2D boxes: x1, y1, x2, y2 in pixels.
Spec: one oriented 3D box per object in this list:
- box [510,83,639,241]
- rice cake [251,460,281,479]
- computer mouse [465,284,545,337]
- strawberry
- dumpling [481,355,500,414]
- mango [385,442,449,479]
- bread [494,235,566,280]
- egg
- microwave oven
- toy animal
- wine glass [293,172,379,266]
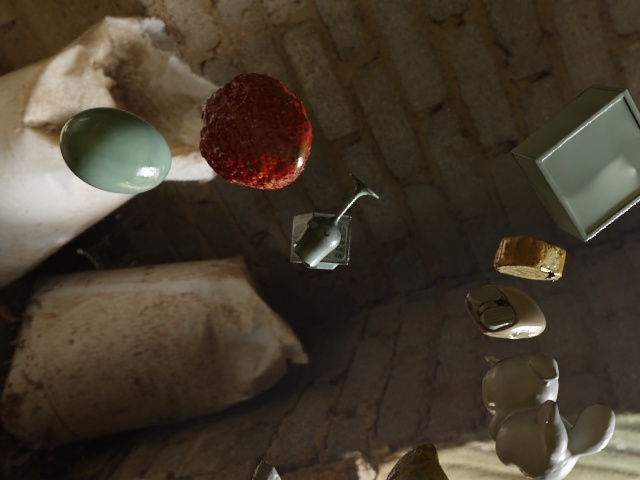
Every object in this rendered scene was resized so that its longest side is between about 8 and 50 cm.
[{"bbox_3d":[0.555,-0.163,1.351,0.225,0.225,0.117,51,3,-22],"label":"box"},{"bbox_3d":[-0.101,0.693,1.629,0.297,0.050,0.106,67,30,-26],"label":"rice cake"},{"bbox_3d":[0.475,0.178,1.646,0.237,0.082,0.145,8,42,-32],"label":"computer mouse"},{"bbox_3d":[-0.127,-0.231,1.432,0.257,0.277,0.257,-29,133,-37],"label":"strawberry"},{"bbox_3d":[0.436,0.366,1.547,0.134,0.100,0.169,7,88,-79],"label":"dumpling"},{"bbox_3d":[0.234,0.626,1.594,0.146,0.193,0.316,54,25,-21],"label":"mango"},{"bbox_3d":[0.409,0.041,1.287,0.149,0.122,0.073,16,80,-33],"label":"bread"},{"bbox_3d":[-0.412,-0.180,1.322,0.231,0.168,0.168,18,55,-43],"label":"egg"},{"bbox_3d":[0.000,0.000,1.872,0.208,0.123,0.162,176,-82,-73],"label":"microwave oven"},{"bbox_3d":[0.351,0.278,1.047,0.128,0.178,0.193,13,32,-18],"label":"toy animal"},{"bbox_3d":[0.026,-0.039,1.311,0.079,0.195,0.079,41,7,-6],"label":"wine glass"}]
